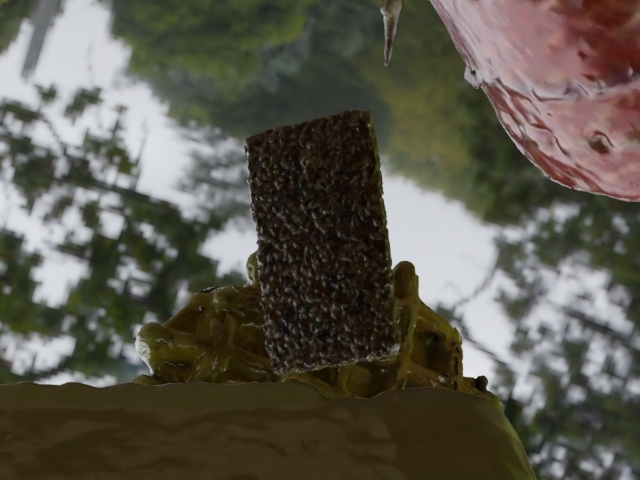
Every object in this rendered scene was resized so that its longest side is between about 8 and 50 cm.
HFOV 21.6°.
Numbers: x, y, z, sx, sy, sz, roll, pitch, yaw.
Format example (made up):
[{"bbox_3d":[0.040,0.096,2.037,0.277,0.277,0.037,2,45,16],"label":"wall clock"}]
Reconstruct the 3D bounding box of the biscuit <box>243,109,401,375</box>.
[{"bbox_3d":[0.000,0.000,1.499,0.131,0.231,0.025,-12,167,19],"label":"biscuit"}]

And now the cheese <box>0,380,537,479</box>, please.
[{"bbox_3d":[-0.113,0.189,0.793,0.384,0.384,0.104,16,-154,-16],"label":"cheese"}]

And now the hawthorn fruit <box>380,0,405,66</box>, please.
[{"bbox_3d":[0.110,-0.307,1.307,0.262,0.258,0.258,-37,-140,-24],"label":"hawthorn fruit"}]

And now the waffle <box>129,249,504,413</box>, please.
[{"bbox_3d":[0.014,0.184,1.621,0.379,0.382,0.095,-28,175,-33],"label":"waffle"}]

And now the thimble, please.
[{"bbox_3d":[0.216,-0.190,0.959,0.231,0.350,0.350,57,172,-23],"label":"thimble"}]
